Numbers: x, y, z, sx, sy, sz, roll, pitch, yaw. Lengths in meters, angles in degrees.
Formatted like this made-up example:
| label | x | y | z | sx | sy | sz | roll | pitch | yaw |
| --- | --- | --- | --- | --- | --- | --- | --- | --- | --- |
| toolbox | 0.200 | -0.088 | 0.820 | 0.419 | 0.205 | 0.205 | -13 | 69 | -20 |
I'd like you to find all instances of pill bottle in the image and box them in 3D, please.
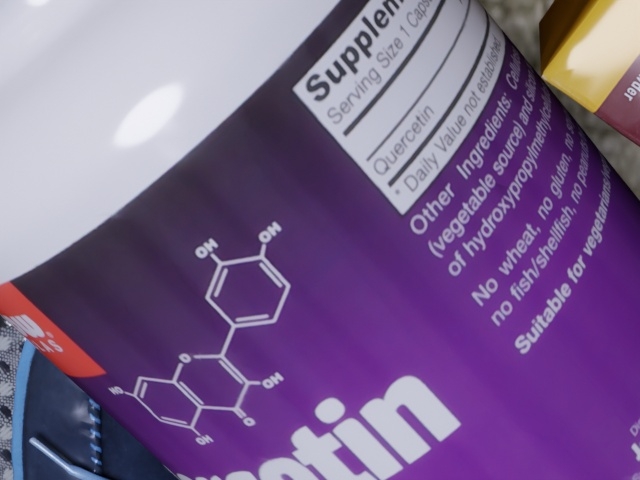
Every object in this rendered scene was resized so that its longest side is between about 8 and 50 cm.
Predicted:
| label | x | y | z | sx | sy | sz | roll | pitch | yaw |
| --- | --- | --- | --- | --- | --- | --- | --- | --- | --- |
| pill bottle | 0.000 | 0.000 | 0.425 | 0.181 | 0.181 | 0.323 | -37 | 110 | 17 |

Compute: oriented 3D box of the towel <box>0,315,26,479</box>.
| label | x | y | z | sx | sy | sz | roll | pitch | yaw |
| --- | --- | --- | --- | --- | --- | --- | --- | --- | --- |
| towel | -0.076 | 0.138 | 0.615 | 0.312 | 0.056 | 0.324 | -35 | 97 | 17 |

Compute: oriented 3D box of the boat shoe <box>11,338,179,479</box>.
| label | x | y | z | sx | sy | sz | roll | pitch | yaw |
| --- | --- | --- | --- | --- | --- | --- | --- | --- | --- |
| boat shoe | -0.058 | 0.133 | 0.543 | 0.089 | 0.109 | 0.258 | 10 | 122 | 31 |

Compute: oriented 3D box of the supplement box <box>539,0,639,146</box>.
| label | x | y | z | sx | sy | sz | roll | pitch | yaw |
| --- | --- | --- | --- | --- | --- | --- | --- | --- | --- |
| supplement box | 0.192 | -0.065 | 0.439 | 0.194 | 0.191 | 0.129 | 35 | 107 | 0 |
